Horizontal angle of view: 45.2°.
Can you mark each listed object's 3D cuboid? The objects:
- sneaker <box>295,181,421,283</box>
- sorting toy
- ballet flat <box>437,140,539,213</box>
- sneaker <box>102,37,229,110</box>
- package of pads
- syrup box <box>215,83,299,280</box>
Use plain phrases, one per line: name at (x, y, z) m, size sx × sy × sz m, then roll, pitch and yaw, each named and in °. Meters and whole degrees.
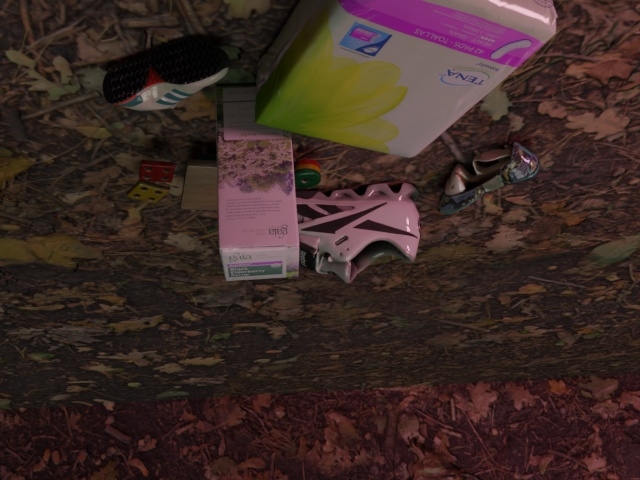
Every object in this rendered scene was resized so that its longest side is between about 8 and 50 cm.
sneaker at (0.000, 0.000, 1.251) m, size 0.331 × 0.146 × 0.122 m, roll -8°, pitch 157°, yaw 12°
sorting toy at (-0.145, -0.093, 1.137) m, size 0.275 × 0.046 × 0.132 m, roll 2°, pitch 155°, yaw -14°
ballet flat at (0.241, -0.101, 1.180) m, size 0.070 × 0.070 × 0.188 m, roll 19°, pitch 145°, yaw -41°
sneaker at (-0.175, -0.193, 0.920) m, size 0.161 × 0.057 × 0.075 m, roll -13°, pitch 171°, yaw 17°
package of pads at (0.085, -0.213, 0.848) m, size 0.229 × 0.101 × 0.296 m, roll 10°, pitch 153°, yaw -25°
syrup box at (-0.080, -0.074, 0.960) m, size 0.093 × 0.236 × 0.096 m, roll -3°, pitch 155°, yaw -4°
